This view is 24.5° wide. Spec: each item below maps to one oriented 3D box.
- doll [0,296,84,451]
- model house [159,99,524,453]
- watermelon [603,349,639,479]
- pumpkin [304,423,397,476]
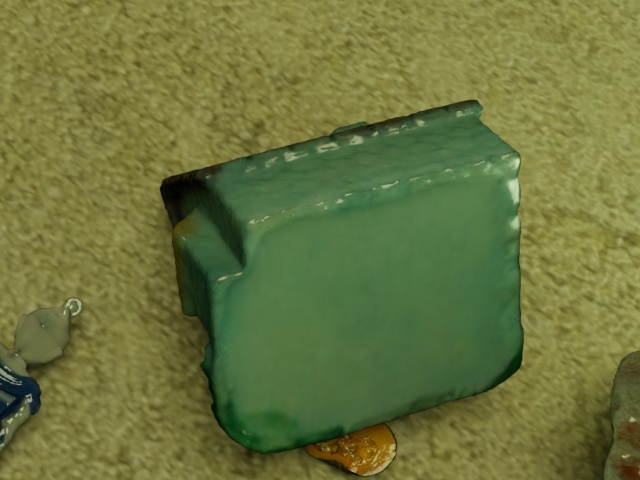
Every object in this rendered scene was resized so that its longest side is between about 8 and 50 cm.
[{"bbox_3d":[-0.278,0.127,1.200,0.227,0.057,0.114,-38,72,-12],"label":"doll"},{"bbox_3d":[0.000,0.000,1.242,0.280,0.230,0.249,-14,29,-17],"label":"model house"},{"bbox_3d":[0.323,0.190,1.184,0.387,0.228,0.258,-28,53,-22],"label":"watermelon"},{"bbox_3d":[0.024,0.171,1.243,0.083,0.028,0.050,22,67,10],"label":"pumpkin"}]
